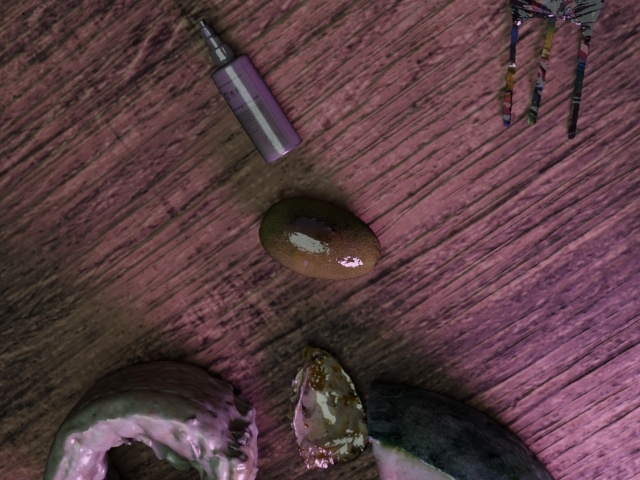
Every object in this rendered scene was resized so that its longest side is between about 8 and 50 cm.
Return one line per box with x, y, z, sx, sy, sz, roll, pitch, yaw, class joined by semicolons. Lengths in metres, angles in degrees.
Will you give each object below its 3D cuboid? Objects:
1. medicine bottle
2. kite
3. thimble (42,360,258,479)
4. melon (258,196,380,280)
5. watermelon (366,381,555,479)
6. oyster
-0.099;-0.195;1.507;0.058;0.057;0.199;-30;100;13;medicine bottle
0.288;-0.268;1.462;0.152;0.015;0.285;6;106;6;kite
-0.215;0.308;1.590;0.292;0.195;0.291;1;107;2;thimble
0.000;0.000;1.529;0.162;0.099;0.099;18;107;-1;melon
0.174;0.372;1.566;0.387;0.228;0.258;39;116;1;watermelon
0.003;0.227;1.614;0.105;0.056;0.177;-21;103;5;oyster
